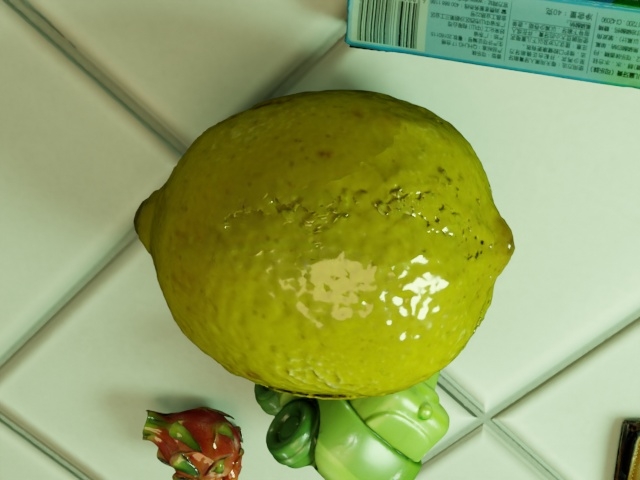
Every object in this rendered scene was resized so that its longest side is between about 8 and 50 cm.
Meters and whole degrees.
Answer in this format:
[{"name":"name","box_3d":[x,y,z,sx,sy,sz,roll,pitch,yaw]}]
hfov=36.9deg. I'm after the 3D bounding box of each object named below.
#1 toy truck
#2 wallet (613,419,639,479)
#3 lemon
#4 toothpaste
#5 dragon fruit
[{"name":"toy truck","box_3d":[0.048,0.149,0.900,0.210,0.187,0.148,-37,116,23]},{"name":"wallet","box_3d":[0.393,0.274,1.019,0.161,0.042,0.195,3,121,9]},{"name":"lemon","box_3d":[0.000,0.000,0.786,0.310,0.258,0.258,2,119,8]},{"name":"toothpaste","box_3d":[0.150,-0.168,0.749,0.267,0.050,0.065,12,119,19]},{"name":"dragon fruit","box_3d":[-0.136,0.215,1.018,0.116,0.081,0.086,19,151,1]}]
